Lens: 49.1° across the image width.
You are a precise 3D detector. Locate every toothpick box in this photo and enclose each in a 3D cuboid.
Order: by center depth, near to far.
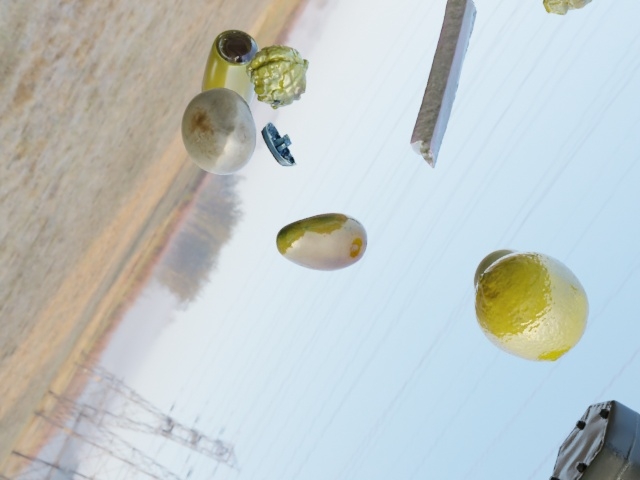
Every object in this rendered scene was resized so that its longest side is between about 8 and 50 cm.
[{"bbox_3d":[-0.282,-0.538,2.220,0.271,0.175,0.175,121,-8,-63],"label":"toothpick box"}]

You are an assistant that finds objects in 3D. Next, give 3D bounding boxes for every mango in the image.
[{"bbox_3d":[0.001,0.003,1.160,0.111,0.163,0.089,106,-27,-51],"label":"mango"}]

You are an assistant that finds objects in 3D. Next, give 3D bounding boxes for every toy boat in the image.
[{"bbox_3d":[-0.109,-0.262,1.916,0.060,0.137,0.060,-21,-169,31],"label":"toy boat"}]

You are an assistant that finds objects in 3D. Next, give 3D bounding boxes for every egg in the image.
[{"bbox_3d":[0.550,0.135,2.085,0.189,0.188,0.254,-74,165,-44],"label":"egg"}]

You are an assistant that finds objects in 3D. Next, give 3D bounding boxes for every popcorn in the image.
[{"bbox_3d":[0.655,-0.700,1.831,0.168,0.195,0.173,-26,-144,-6],"label":"popcorn"},{"bbox_3d":[-0.115,-0.436,1.876,0.142,0.173,0.173,45,-70,35],"label":"popcorn"}]

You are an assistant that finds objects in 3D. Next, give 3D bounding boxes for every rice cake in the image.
[{"bbox_3d":[0.241,-0.319,1.373,0.072,0.056,0.365,36,68,-61],"label":"rice cake"}]

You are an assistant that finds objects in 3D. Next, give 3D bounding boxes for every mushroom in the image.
[{"bbox_3d":[-0.256,-0.286,1.824,0.178,0.226,0.226,-30,167,-45],"label":"mushroom"}]

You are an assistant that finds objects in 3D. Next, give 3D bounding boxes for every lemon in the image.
[{"bbox_3d":[0.341,0.106,1.152,0.178,0.203,0.178,-57,-166,22],"label":"lemon"}]

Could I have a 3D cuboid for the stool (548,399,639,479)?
[{"bbox_3d":[0.530,0.414,1.291,0.232,0.141,0.232,-58,171,-15],"label":"stool"}]
